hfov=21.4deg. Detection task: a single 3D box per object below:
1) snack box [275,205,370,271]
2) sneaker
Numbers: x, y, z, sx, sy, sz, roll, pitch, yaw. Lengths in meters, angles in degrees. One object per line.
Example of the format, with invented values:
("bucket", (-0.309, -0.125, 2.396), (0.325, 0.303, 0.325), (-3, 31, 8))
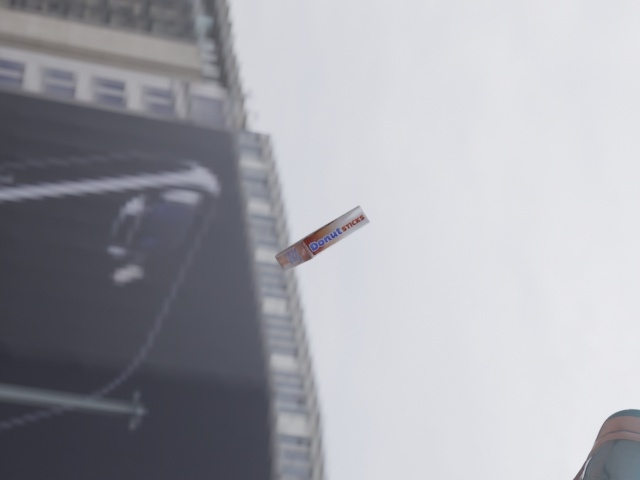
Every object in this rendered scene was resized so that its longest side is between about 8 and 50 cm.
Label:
("snack box", (0.000, 0.000, 1.604), (0.022, 0.064, 0.178), (59, -11, -1))
("sneaker", (0.252, 0.320, 1.595), (0.319, 0.127, 0.208), (94, 22, -48))
